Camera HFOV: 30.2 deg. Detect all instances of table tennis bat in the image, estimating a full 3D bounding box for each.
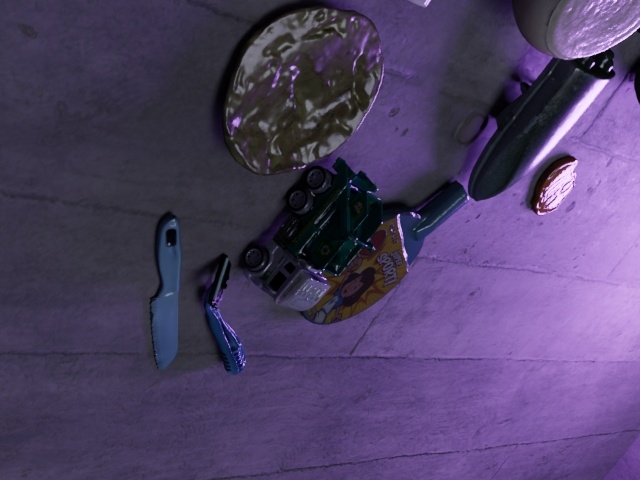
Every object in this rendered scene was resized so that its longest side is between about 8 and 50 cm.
[{"bbox_3d":[0.099,0.015,1.864,0.329,0.044,0.215,-36,147,-13],"label":"table tennis bat"}]

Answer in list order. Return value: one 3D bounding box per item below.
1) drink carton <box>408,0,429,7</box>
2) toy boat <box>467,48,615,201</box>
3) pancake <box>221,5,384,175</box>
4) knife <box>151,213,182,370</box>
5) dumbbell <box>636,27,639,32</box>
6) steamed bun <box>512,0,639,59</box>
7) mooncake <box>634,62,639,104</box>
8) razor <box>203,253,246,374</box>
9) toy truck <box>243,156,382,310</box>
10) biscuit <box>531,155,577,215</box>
[{"bbox_3d":[0.113,-0.391,1.333,0.134,0.102,0.222,8,122,-51],"label":"drink carton"},{"bbox_3d":[0.331,-0.182,1.863,0.141,0.092,0.320,-2,136,-50],"label":"toy boat"},{"bbox_3d":[-0.027,-0.191,1.458,0.241,0.050,0.242,-25,135,-28],"label":"pancake"},{"bbox_3d":[-0.207,0.079,1.592,0.044,0.019,0.313,-20,143,-23],"label":"knife"},{"bbox_3d":[0.537,-0.408,1.825,0.100,0.100,0.191,6,123,-53],"label":"dumbbell"},{"bbox_3d":[0.358,-0.365,1.614,0.231,0.145,0.232,-22,151,-13],"label":"steamed bun"},{"bbox_3d":[0.629,-0.267,2.042,0.175,0.168,0.104,-55,150,-14],"label":"mooncake"},{"bbox_3d":[-0.138,0.120,1.701,0.253,0.042,0.082,82,18,-55],"label":"razor"},{"bbox_3d":[0.000,0.000,1.646,0.216,0.116,0.110,-50,149,8],"label":"toy truck"},{"bbox_3d":[0.423,-0.095,2.139,0.102,0.019,0.130,-30,147,-22],"label":"biscuit"}]
